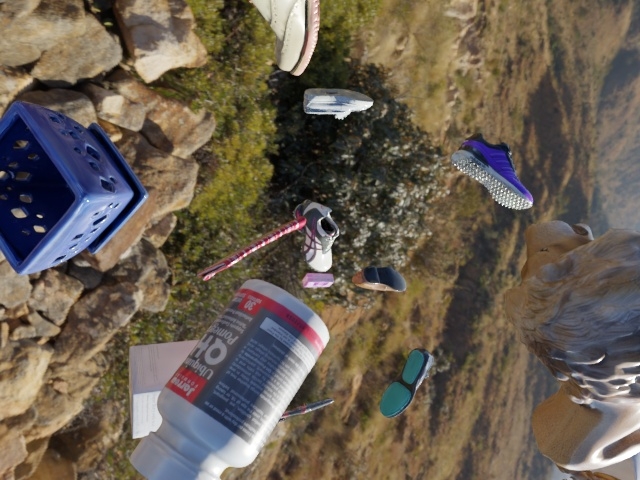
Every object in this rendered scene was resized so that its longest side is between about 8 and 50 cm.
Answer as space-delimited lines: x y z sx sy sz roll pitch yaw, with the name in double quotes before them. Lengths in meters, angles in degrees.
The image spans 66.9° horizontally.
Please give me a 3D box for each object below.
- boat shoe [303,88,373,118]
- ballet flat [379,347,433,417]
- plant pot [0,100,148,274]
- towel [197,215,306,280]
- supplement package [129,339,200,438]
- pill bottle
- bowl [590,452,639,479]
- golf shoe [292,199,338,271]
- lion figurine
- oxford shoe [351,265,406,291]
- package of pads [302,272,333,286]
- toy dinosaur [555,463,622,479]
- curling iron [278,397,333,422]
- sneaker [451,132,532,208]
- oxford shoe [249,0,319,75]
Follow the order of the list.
"boat shoe" 0.053 -0.432 1.544 0.228 0.079 0.081 -1 130 -17
"ballet flat" 0.221 0.357 1.210 0.074 0.074 0.203 10 111 -51
"plant pot" -0.498 -0.099 0.947 0.236 0.236 0.212 -41 171 20
"towel" -0.180 0.021 1.297 0.275 0.199 0.031 -33 96 -36
"supplement package" -0.374 0.401 1.350 0.293 0.175 0.177 -2 122 -23
"pill bottle" -0.138 0.232 0.757 0.318 0.176 0.176 -55 141 -25
"bowl" 0.447 0.311 0.764 0.053 0.142 0.142 -22 107 -15
"golf shoe" 0.000 0.000 1.541 0.105 0.120 0.272 -50 136 -37
"lion figurine" 0.283 0.141 0.473 0.240 0.142 0.392 -20 125 -13
"oxford shoe" 0.187 0.125 1.531 0.212 0.076 0.076 15 59 -37
"package of pads" -0.008 0.117 1.421 0.083 0.050 0.032 2 68 -19
"toy dinosaur" 0.401 0.341 0.647 0.112 0.212 0.064 106 0 -58
"curling iron" -0.069 0.619 1.775 0.274 0.035 0.068 -9 160 -32
"sneaker" 0.558 -0.225 1.493 0.293 0.102 0.146 38 75 -6
"oxford shoe" -0.073 -0.430 0.796 0.397 0.147 0.140 101 -16 -66
